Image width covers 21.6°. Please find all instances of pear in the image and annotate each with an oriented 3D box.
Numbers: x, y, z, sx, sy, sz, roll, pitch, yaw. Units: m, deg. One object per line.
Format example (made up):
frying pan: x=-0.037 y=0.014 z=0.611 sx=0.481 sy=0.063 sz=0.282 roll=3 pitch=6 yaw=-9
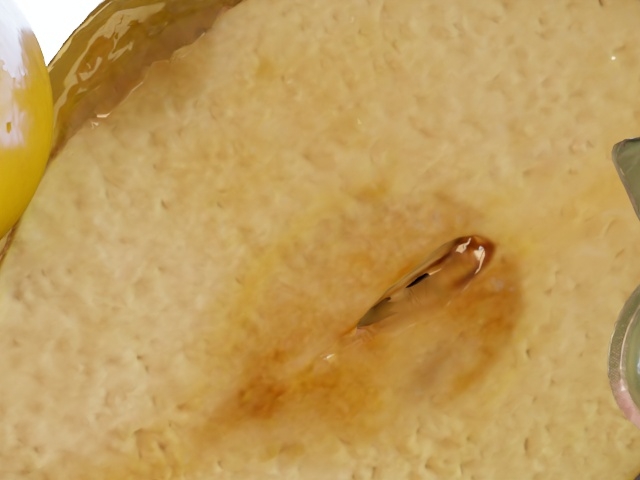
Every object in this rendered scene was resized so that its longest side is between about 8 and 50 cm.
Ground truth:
pear: x=0.000 y=0.000 z=0.776 sx=0.386 sy=0.340 sz=0.191 roll=-29 pitch=-146 yaw=0

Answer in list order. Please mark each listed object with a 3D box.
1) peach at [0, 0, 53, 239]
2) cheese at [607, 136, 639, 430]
peach: x=-0.164 y=-0.030 z=0.469 sx=0.179 sy=0.103 sz=0.179 roll=-10 pitch=-167 yaw=2
cheese: x=0.123 y=0.019 z=0.536 sx=0.067 sy=0.120 sz=0.026 roll=-10 pitch=-152 yaw=-9
